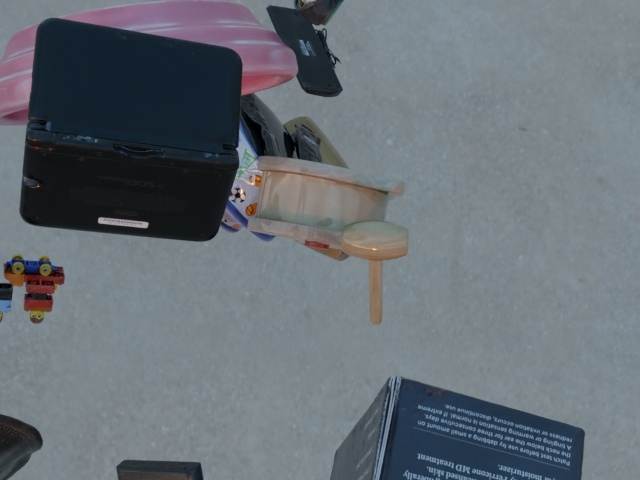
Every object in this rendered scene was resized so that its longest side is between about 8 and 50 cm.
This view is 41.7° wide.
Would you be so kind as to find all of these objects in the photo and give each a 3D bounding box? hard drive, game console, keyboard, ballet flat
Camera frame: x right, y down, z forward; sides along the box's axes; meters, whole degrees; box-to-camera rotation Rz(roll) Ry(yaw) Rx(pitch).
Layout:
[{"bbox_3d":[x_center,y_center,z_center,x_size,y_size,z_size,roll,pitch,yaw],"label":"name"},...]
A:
[{"bbox_3d":[-0.161,0.298,0.887,0.094,0.135,0.022,-3,12,19],"label":"hard drive"},{"bbox_3d":[-0.115,-0.063,0.513,0.122,0.107,0.071,6,45,-18],"label":"game console"},{"bbox_3d":[-0.021,-0.286,1.305,0.100,0.038,0.192,0,54,-32],"label":"keyboard"},{"bbox_3d":[0.022,-0.348,1.104,0.074,0.203,0.074,7,74,-26],"label":"ballet flat"}]

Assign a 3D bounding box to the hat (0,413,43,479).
[{"bbox_3d":[-0.320,0.269,0.585,0.331,0.331,0.134,-34,73,-22],"label":"hat"}]

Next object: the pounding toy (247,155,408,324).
[{"bbox_3d":[0.000,0.000,0.887,0.154,0.269,0.155,9,89,-2],"label":"pounding toy"}]

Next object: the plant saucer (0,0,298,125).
[{"bbox_3d":[-0.192,-0.187,0.890,0.332,0.332,0.084,-11,96,-8],"label":"plant saucer"}]

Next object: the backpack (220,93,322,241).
[{"bbox_3d":[-0.127,-0.133,1.471,0.213,0.276,0.263,-41,46,14],"label":"backpack"}]

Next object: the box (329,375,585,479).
[{"bbox_3d":[0.147,0.520,1.249,0.297,0.480,0.472,16,63,-1],"label":"box"}]

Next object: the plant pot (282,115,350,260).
[{"bbox_3d":[-0.013,-0.084,1.727,0.237,0.237,0.254,-38,72,-24],"label":"plant pot"}]

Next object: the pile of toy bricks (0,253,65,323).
[{"bbox_3d":[-0.410,0.076,0.976,0.212,0.105,0.118,5,21,-23],"label":"pile of toy bricks"}]
